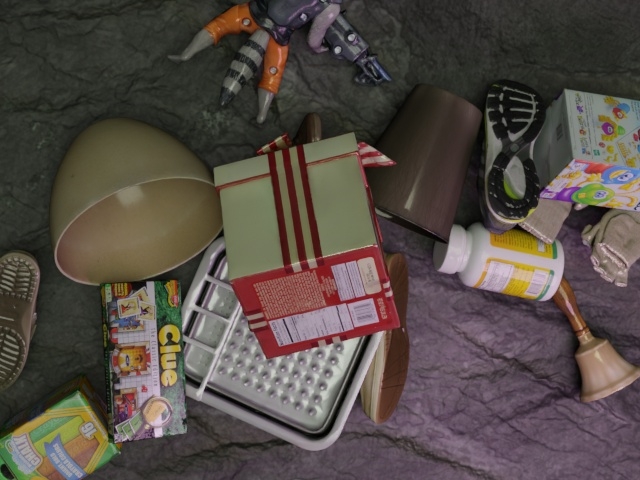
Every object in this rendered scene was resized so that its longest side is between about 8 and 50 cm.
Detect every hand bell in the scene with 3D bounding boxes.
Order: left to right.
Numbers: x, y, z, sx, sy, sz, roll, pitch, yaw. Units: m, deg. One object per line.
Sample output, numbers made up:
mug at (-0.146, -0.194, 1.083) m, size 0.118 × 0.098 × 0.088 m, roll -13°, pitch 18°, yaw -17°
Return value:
hand bell at (0.470, 0.156, 1.922) m, size 0.126 × 0.126 × 0.242 m, roll -28°, pitch 89°, yaw -5°

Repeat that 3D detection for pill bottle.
pill bottle at (0.309, 0.032, 1.863) m, size 0.208 × 0.117 × 0.118 m, roll 11°, pitch 95°, yaw -10°

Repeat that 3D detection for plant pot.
plant pot at (-0.313, -0.084, 1.702) m, size 0.284 × 0.284 × 0.191 m, roll -24°, pitch 63°, yaw -5°

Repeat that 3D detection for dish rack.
dish rack at (-0.077, 0.171, 1.804) m, size 0.332 × 0.072 × 0.286 m, roll 23°, pitch 92°, yaw 10°

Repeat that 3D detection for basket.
basket at (0.171, -0.139, 1.807) m, size 0.204 × 0.154 × 0.227 m, roll 24°, pitch 87°, yaw 12°

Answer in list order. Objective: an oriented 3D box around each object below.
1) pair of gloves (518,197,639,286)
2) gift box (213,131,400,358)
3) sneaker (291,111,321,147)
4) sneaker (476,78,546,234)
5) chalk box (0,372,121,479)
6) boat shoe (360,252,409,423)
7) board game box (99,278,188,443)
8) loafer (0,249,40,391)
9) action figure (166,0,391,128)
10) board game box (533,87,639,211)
pair of gloves at (0.468, -0.048, 1.873) m, size 0.240 × 0.042 × 0.204 m, roll 28°, pitch 60°, yaw -6°
gift box at (0.000, 0.000, 1.628) m, size 0.276 × 0.258 × 0.255 m, roll -12°, pitch 141°, yaw 0°
sneaker at (-0.044, -0.129, 1.812) m, size 0.071 × 0.066 × 0.188 m, roll 8°, pitch 97°, yaw -11°
sneaker at (0.312, -0.145, 1.821) m, size 0.111 × 0.121 × 0.300 m, roll 15°, pitch 62°, yaw -6°
chalk box at (-0.455, 0.343, 1.774) m, size 0.213 × 0.132 × 0.132 m, roll -34°, pitch 100°, yaw -4°
boat shoe at (0.091, 0.168, 1.863) m, size 0.098 × 0.109 × 0.302 m, roll 5°, pitch 99°, yaw 29°
board game box at (-0.290, 0.196, 1.749) m, size 0.136 × 0.030 × 0.260 m, roll -3°, pitch 89°, yaw -36°
loafer at (-0.517, 0.131, 1.765) m, size 0.102 × 0.092 × 0.268 m, roll 21°, pitch 109°, yaw -9°
action figure at (-0.033, -0.335, 1.743) m, size 0.341 × 0.178 × 0.330 m, roll 39°, pitch 99°, yaw -10°
board game box at (0.519, -0.147, 1.827) m, size 0.275 × 0.142 × 0.144 m, roll 7°, pitch 63°, yaw -13°
